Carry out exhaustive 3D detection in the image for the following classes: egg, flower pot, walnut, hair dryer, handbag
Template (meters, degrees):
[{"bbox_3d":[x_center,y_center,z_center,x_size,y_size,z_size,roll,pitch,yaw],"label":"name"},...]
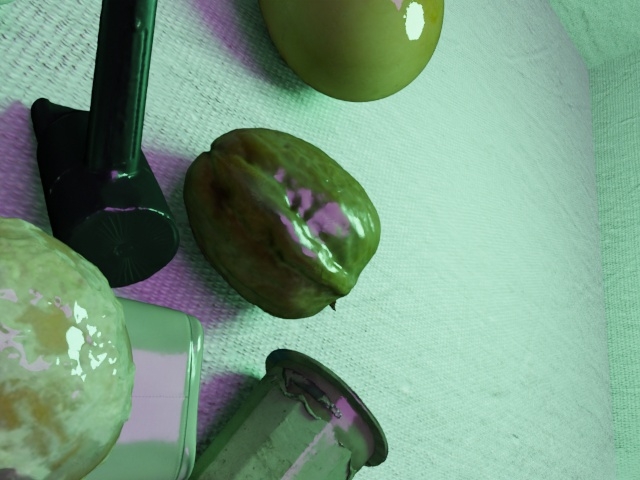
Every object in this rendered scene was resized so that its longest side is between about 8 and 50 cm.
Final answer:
[{"bbox_3d":[0.046,-0.421,0.891,0.301,0.301,0.374,-32,100,-47],"label":"egg"},{"bbox_3d":[-0.049,0.283,0.665,0.202,0.212,0.212,-45,111,-36],"label":"flower pot"},{"bbox_3d":[-0.055,-0.028,0.726,0.283,0.227,0.283,45,8,-8],"label":"walnut"},{"bbox_3d":[-0.213,-0.140,0.522,0.116,0.302,0.244,-5,46,-36],"label":"hair dryer"},{"bbox_3d":[-0.256,0.091,0.412,0.245,0.203,0.203,54,45,-10],"label":"egg"},{"bbox_3d":[-0.286,0.162,0.549,0.315,0.109,0.241,11,69,-31],"label":"handbag"}]

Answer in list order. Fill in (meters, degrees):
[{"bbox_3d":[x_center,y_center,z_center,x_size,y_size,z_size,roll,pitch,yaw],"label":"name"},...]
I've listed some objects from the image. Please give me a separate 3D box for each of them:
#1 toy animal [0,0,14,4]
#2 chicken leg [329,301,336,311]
[{"bbox_3d":[-0.343,-0.366,0.426,0.241,0.367,0.196,29,55,-25],"label":"toy animal"},{"bbox_3d":[0.000,0.000,0.896,0.105,0.063,0.234,13,71,-39],"label":"chicken leg"}]
